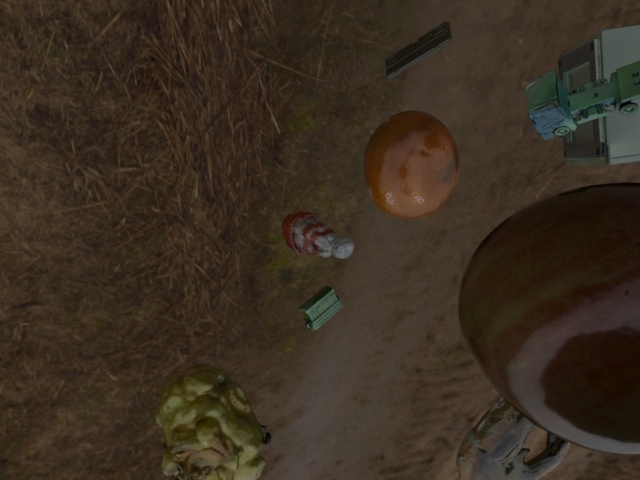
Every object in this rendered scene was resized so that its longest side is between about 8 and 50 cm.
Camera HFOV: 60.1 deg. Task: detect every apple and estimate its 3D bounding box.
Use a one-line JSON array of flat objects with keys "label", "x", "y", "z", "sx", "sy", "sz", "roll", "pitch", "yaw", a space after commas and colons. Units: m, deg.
[{"label": "apple", "x": 0.271, "y": 0.062, "z": 0.524, "sx": 0.257, "sy": 0.256, "sz": 0.234, "roll": 6, "pitch": 138, "yaw": -32}]

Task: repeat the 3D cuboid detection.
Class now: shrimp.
[{"label": "shrimp", "x": 0.298, "y": 0.284, "z": 0.795, "sx": 0.145, "sy": 0.059, "sz": 0.254, "roll": 28, "pitch": 110, "yaw": -7}]

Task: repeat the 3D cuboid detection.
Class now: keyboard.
[{"label": "keyboard", "x": 0.166, "y": -0.323, "z": 0.949, "sx": 0.129, "sy": 0.049, "sz": 0.015, "roll": -24, "pitch": 143, "yaw": 34}]

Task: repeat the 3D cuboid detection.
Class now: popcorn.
[{"label": "popcorn", "x": -0.234, "y": 0.410, "z": 1.187, "sx": 0.215, "sy": 0.286, "sz": 0.252, "roll": -35, "pitch": -179, "yaw": -2}]

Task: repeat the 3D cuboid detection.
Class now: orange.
[{"label": "orange", "x": 0.196, "y": -0.165, "z": 1.223, "sx": 0.240, "sy": 0.171, "sz": 0.240, "roll": -12, "pitch": 112, "yaw": -33}]

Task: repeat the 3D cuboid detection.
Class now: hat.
[{"label": "hat", "x": 0.000, "y": 0.000, "z": 1.238, "sx": 0.093, "sy": 0.162, "sz": 0.112, "roll": -46, "pitch": 141, "yaw": -20}]

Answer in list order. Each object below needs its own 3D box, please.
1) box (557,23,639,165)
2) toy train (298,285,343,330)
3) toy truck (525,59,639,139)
[{"label": "box", "x": 0.531, "y": -0.256, "z": 1.021, "sx": 0.118, "sy": 0.225, "sz": 0.224, "roll": -7, "pitch": 97, "yaw": 7}, {"label": "toy train", "x": 0.000, "y": 0.135, "z": 1.110, "sx": 0.093, "sy": 0.038, "sz": 0.056, "roll": -37, "pitch": 112, "yaw": -25}, {"label": "toy truck", "x": 0.364, "y": -0.199, "z": 0.734, "sx": 0.175, "sy": 0.067, "sz": 0.081, "roll": -15, "pitch": 150, "yaw": 39}]
